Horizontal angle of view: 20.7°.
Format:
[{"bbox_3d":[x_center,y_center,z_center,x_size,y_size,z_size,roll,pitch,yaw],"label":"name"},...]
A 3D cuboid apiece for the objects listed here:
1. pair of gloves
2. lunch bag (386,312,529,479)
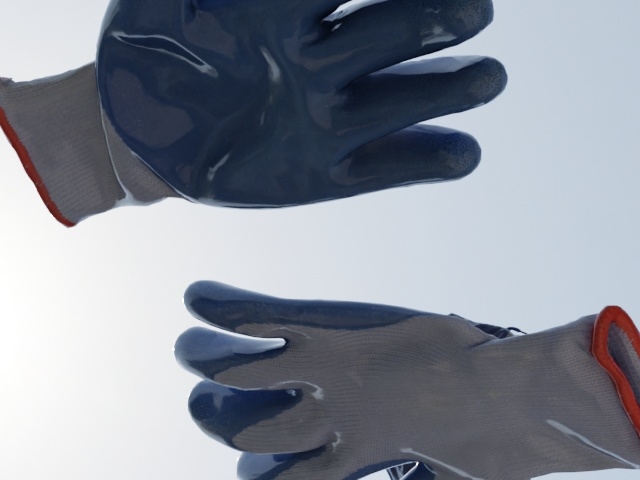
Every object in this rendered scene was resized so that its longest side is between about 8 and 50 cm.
[{"bbox_3d":[0.000,0.000,0.453,0.159,0.023,0.198,-11,-63,38],"label":"pair of gloves"},{"bbox_3d":[0.080,0.086,0.847,0.065,0.098,0.067,16,-25,23],"label":"lunch bag"}]
